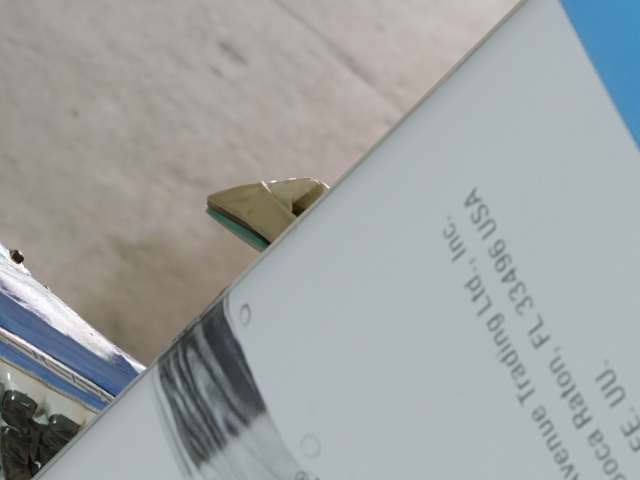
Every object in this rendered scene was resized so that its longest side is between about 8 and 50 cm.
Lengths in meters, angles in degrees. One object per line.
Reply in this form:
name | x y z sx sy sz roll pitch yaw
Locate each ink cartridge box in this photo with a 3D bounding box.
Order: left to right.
ink cartridge box | 0.091 0.120 0.479 0.166 0.395 0.285 -1 57 -46

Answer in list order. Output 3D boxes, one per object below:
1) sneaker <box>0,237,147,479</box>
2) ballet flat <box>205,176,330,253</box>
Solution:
sneaker | -0.174 -0.008 0.850 0.330 0.130 0.147 36 58 2
ballet flat | 0.000 0.000 1.504 0.086 0.086 0.248 10 18 -37
